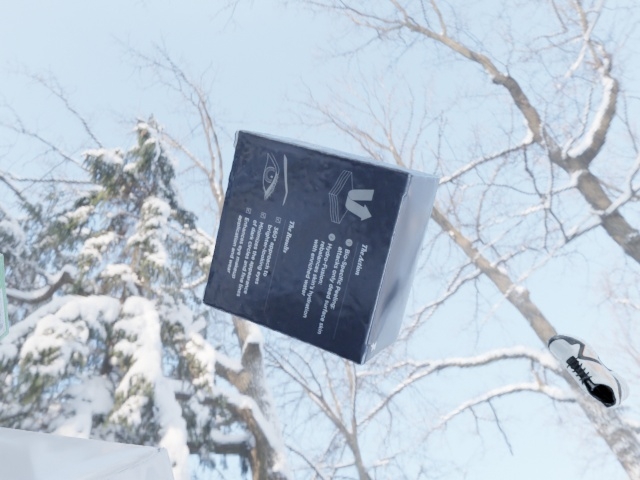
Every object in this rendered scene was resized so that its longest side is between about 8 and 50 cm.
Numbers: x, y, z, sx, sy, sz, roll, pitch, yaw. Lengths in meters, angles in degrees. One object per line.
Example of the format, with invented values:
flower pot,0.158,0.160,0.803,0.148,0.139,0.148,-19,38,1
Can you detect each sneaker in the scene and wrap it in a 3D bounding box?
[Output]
sneaker,0.318,0.154,0.770,0.109,0.044,0.040,41,-57,21

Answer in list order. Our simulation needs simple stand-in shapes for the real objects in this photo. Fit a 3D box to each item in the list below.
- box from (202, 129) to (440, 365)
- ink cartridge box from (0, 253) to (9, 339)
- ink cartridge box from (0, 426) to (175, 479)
box,0.000,0.000,0.554,0.158,0.093,0.155,18,-79,23
ink cartridge box,-0.468,0.056,0.730,0.209,0.062,0.108,11,-65,6
ink cartridge box,-0.187,0.328,0.380,0.286,0.166,0.394,-12,-90,43
